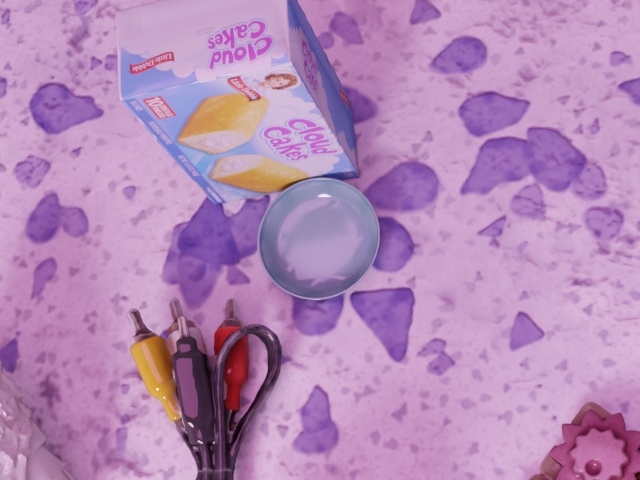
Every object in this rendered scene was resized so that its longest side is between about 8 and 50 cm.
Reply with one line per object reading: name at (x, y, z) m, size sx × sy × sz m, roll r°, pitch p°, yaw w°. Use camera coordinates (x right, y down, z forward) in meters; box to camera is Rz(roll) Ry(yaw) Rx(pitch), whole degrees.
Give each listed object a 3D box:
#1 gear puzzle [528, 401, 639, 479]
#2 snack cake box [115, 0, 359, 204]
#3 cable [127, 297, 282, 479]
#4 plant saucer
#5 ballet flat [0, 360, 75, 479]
gear puzzle at (0.306, 0.287, 1.201) m, size 0.339 × 0.044 × 0.175 m, roll 35°, pitch 82°, yaw 23°
snack cake box at (-0.067, -0.128, 1.331) m, size 0.152 × 0.264 × 0.089 m, roll -10°, pitch 69°, yaw 11°
cable at (-0.095, 0.188, 1.355) m, size 0.139 × 0.072 × 0.287 m, roll -7°, pitch 81°, yaw -6°
plant saucer at (0.000, 0.000, 1.396) m, size 0.119 × 0.021 × 0.119 m, roll -4°, pitch 75°, yaw 13°
ballet flat at (-0.275, 0.288, 1.328) m, size 0.147 × 0.147 × 0.409 m, roll -9°, pitch 71°, yaw 11°
